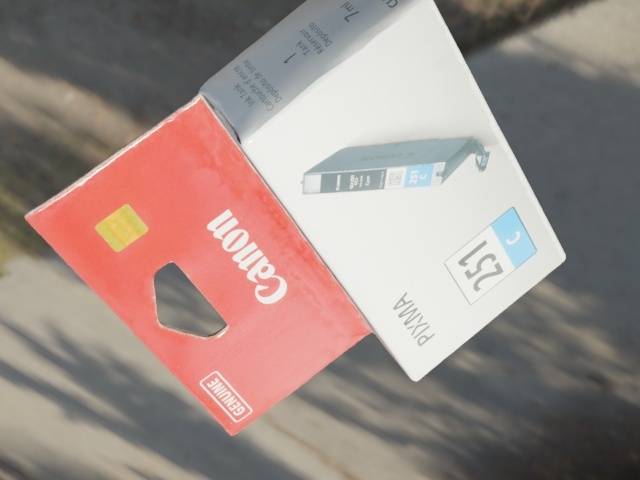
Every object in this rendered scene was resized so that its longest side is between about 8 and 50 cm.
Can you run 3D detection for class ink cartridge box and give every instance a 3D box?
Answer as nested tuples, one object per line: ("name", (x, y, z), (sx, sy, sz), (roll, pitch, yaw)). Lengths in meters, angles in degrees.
("ink cartridge box", (0.000, 0.000, 1.114), (0.066, 0.261, 0.296), (50, 178, 40))
